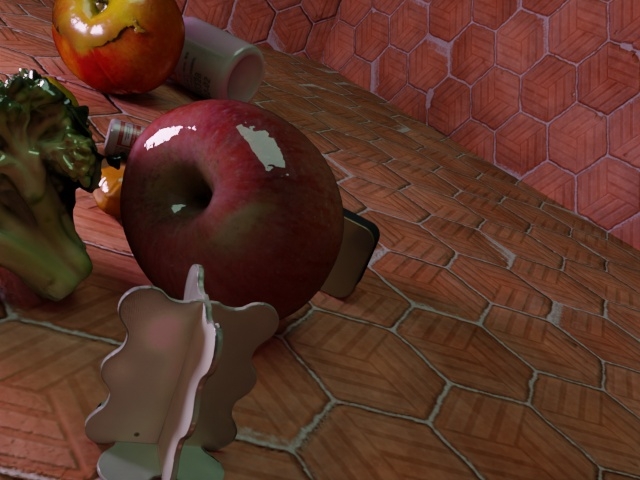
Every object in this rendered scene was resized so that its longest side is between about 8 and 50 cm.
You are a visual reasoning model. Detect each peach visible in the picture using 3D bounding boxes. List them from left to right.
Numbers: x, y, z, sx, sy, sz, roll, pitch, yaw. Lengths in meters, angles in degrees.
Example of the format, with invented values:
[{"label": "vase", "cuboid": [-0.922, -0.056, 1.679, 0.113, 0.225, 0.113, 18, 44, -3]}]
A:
[{"label": "peach", "cuboid": [-0.527, -0.545, 1.889, 0.370, 0.370, 0.370, 19, 21, -8]}]

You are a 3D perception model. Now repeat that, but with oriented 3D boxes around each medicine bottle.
[{"label": "medicine bottle", "cuboid": [-0.386, -0.207, 1.516, 0.140, 0.079, 0.079, 13, 22, -22]}, {"label": "medicine bottle", "cuboid": [-0.386, -0.581, 2.242, 0.388, 0.219, 0.219, 30, 22, 21]}]

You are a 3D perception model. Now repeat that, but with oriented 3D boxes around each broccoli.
[{"label": "broccoli", "cuboid": [-0.400, -0.053, 0.900, 0.281, 0.293, 0.347, 55, 21, -25]}]

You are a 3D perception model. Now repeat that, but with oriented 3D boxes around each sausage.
[{"label": "sausage", "cuboid": [-0.276, -0.080, 1.287, 0.274, 0.105, 0.105, 5, 27, -38]}]

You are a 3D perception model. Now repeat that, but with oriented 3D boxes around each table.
[{"label": "table", "cuboid": [-0.144, 0.138, 0.735, 0.167, 0.198, 0.166, 19, 21, -7]}]

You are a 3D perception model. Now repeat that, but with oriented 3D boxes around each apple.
[{"label": "apple", "cuboid": [-0.121, -0.039, 1.053, 0.345, 0.344, 0.269, 34, 5, 28]}]

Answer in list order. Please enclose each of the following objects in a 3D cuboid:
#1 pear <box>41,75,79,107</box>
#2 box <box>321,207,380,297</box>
[{"label": "pear", "cuboid": [-0.539, -0.243, 1.362, 0.149, 0.148, 0.162, 5, 23, -38]}, {"label": "box", "cuboid": [0.000, 0.000, 1.302, 0.201, 0.144, 0.090, 25, 18, 12]}]
